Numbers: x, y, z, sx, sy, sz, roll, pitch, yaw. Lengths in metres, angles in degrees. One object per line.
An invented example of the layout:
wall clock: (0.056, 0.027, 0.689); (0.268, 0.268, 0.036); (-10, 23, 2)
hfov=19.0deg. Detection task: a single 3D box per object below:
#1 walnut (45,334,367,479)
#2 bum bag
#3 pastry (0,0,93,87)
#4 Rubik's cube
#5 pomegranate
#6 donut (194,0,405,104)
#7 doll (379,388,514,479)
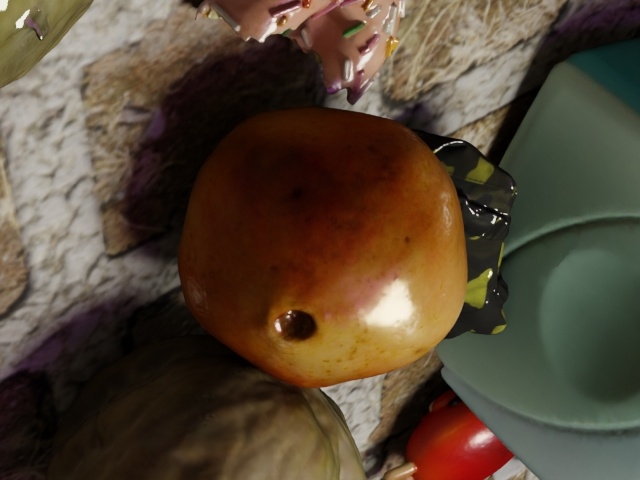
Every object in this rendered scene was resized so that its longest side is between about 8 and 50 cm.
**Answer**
walnut: (-0.079, 0.188, 1.422); (0.248, 0.248, 0.248); (-28, 142, -24)
bum bag: (0.105, 0.003, 1.540); (0.060, 0.106, 0.232); (-53, 152, -33)
pastry: (-0.197, -0.168, 0.986); (0.256, 0.170, 0.237); (-11, 136, -47)
Rubik's cube: (0.349, 0.045, 1.617); (0.352, 0.351, 0.347); (-12, 134, -42)
pomegranate: (-0.001, 0.002, 1.344); (0.209, 0.209, 0.209); (-28, 142, -24)
donut: (0.004, -0.165, 1.290); (0.166, 0.065, 0.117); (12, 117, -53)
doll: (0.127, 0.193, 1.781); (0.183, 0.085, 0.217); (-29, 160, -20)
